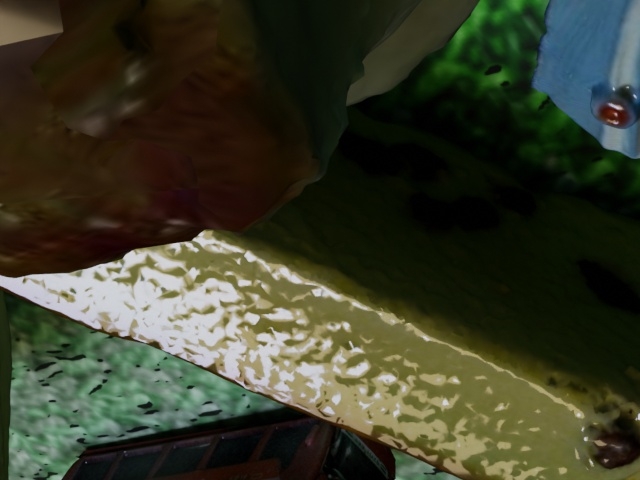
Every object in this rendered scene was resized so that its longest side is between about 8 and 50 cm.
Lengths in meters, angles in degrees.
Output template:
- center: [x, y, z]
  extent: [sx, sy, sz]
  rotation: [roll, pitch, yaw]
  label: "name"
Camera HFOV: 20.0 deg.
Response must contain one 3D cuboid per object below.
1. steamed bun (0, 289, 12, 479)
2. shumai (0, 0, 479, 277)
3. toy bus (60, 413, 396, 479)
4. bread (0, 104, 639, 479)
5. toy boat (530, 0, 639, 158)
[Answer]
- center: [-0.306, 0.027, 0.853]
  extent: [0.372, 0.230, 0.325]
  rotation: [14, 141, 9]
  label: "steamed bun"
- center: [-0.099, -0.114, 0.459]
  extent: [0.397, 0.323, 0.324]
  rotation: [37, 123, -27]
  label: "shumai"
- center: [-0.062, 0.147, 0.983]
  extent: [0.235, 0.096, 0.073]
  rotation: [-17, 127, 41]
  label: "toy bus"
- center: [-0.001, 0.000, 0.725]
  extent: [0.361, 0.138, 0.077]
  rotation: [23, 128, -4]
  label: "bread"
- center: [0.139, -0.101, 0.578]
  extent: [0.102, 0.088, 0.215]
  rotation: [25, 145, 13]
  label: "toy boat"
